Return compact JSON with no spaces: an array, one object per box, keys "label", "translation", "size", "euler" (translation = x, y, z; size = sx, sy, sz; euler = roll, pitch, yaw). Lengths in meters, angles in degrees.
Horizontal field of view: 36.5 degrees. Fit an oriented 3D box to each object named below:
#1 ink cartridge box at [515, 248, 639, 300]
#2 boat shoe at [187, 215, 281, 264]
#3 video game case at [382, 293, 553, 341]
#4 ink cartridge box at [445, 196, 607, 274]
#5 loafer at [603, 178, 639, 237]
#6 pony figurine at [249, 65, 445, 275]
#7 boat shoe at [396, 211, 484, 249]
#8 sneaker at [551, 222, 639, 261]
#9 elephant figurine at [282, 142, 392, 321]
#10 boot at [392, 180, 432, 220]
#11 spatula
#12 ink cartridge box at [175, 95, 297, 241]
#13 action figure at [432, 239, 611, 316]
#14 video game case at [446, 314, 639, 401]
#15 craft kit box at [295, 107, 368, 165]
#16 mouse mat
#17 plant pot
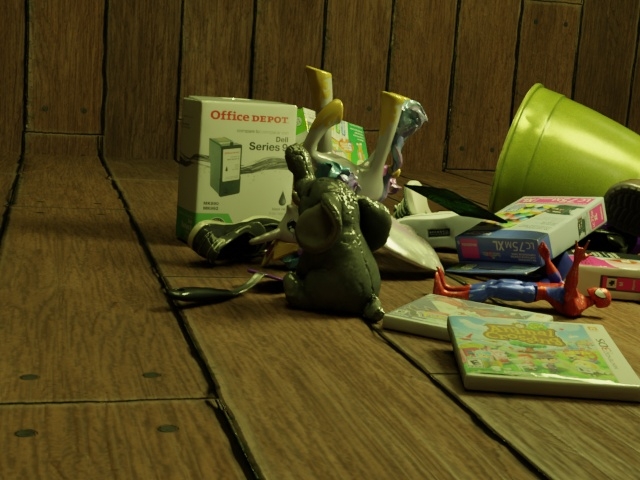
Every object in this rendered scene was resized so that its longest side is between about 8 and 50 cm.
[{"label":"ink cartridge box","translation":[0.545,0.065,1.755],"size":[0.370,0.069,0.176],"euler":[3,10,6]},{"label":"boat shoe","translation":[-0.136,0.006,1.791],"size":[0.079,0.084,0.233],"euler":[32,24,34]},{"label":"video game case","translation":[0.217,0.118,1.412],"size":[0.201,0.023,0.183],"euler":[9,11,26]},{"label":"ink cartridge box","translation":[0.393,-0.014,1.861],"size":[0.185,0.065,0.311],"euler":[3,23,43]},{"label":"loafer","translation":[0.747,-0.039,1.936],"size":[0.365,0.134,0.130],"euler":[27,30,8]},{"label":"pony figurine","translation":[0.066,-0.099,1.785],"size":[0.350,0.364,0.303],"euler":[12,12,-30]},{"label":"boat shoe","translation":[0.275,-0.025,2.052],"size":[0.258,0.095,0.084],"euler":[5,14,0]},{"label":"sneaker","translation":[0.593,0.010,1.988],"size":[0.293,0.102,0.146],"euler":[-8,13,-20]},{"label":"elephant figurine","translation":[0.019,-0.019,1.478],"size":[0.185,0.240,0.169],"euler":[5,10,6]},{"label":"boot","translation":[0.191,-0.064,2.134],"size":[0.086,0.069,0.190],"euler":[3,-34,24]},{"label":"spatula","translation":[-0.128,0.072,1.510],"size":[0.084,0.030,0.296],"euler":[14,13,34]},{"label":"ink cartridge box","translation":[-0.171,-0.140,1.956],"size":[0.211,0.289,0.121],"euler":[-1,11,-25]},{"label":"action figure","translation":[0.329,0.047,1.560],"size":[0.280,0.139,0.091],"euler":[8,12,10]},{"label":"video game case","translation":[0.274,0.143,1.217],"size":[0.212,0.023,0.193],"euler":[4,17,0]},{"label":"craft kit box","translation":[0.029,-0.139,2.065],"size":[0.060,0.247,0.249],"euler":[-12,-10,31]},{"label":"mouse mat","translation":[0.258,-0.072,1.873],"size":[0.152,0.007,0.189],"euler":[26,-3,-22]},{"label":"plant pot","translation":[0.637,-0.153,2.344],"size":[0.352,0.367,0.366],"euler":[20,15,19]}]
